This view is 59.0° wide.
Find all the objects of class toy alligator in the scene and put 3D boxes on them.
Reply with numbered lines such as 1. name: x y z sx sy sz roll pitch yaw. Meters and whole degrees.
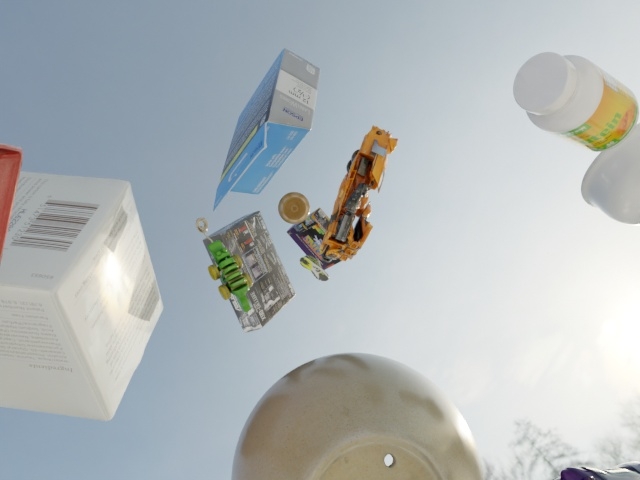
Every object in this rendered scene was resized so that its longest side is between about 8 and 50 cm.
1. toy alligator: -0.168 0.038 0.992 0.056 0.051 0.190 -27 -93 -25

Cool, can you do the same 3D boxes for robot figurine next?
1. robot figurine: 0.077 -0.086 1.193 0.085 0.211 0.291 20 -112 -4

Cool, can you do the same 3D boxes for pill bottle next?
1. pill bottle: 0.458 -0.251 1.020 0.245 0.136 0.136 8 -68 -40

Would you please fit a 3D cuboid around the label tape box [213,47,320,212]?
1. label tape box: -0.121 -0.237 1.302 0.115 0.348 0.249 24 -43 -22

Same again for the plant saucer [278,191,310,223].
1. plant saucer: -0.068 -0.083 1.458 0.083 0.015 0.084 -1 -82 -8

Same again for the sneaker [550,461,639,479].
1. sneaker: 0.135 0.219 0.400 0.098 0.083 0.224 20 -58 -24

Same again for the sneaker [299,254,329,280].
1. sneaker: -0.009 0.061 1.338 0.035 0.083 0.031 -39 -14 -46

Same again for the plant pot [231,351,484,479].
1. plant pot: 0.043 0.252 0.567 0.284 0.284 0.191 -37 -10 -10

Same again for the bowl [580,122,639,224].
1. bowl: 0.717 -0.123 1.176 0.297 0.134 0.298 -12 -36 -9

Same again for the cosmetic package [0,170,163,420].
1. cosmetic package: -0.563 0.112 1.169 0.327 0.329 0.394 5 -50 6

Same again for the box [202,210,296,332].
1. box: -0.209 0.089 1.729 0.308 0.076 0.242 67 -152 -10

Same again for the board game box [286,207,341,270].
1. board game box: 0.000 0.000 1.720 0.170 0.141 0.048 49 -135 -10

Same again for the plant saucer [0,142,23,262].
1. plant saucer: -0.345 0.032 0.489 0.047 0.258 0.259 14 -88 -13
